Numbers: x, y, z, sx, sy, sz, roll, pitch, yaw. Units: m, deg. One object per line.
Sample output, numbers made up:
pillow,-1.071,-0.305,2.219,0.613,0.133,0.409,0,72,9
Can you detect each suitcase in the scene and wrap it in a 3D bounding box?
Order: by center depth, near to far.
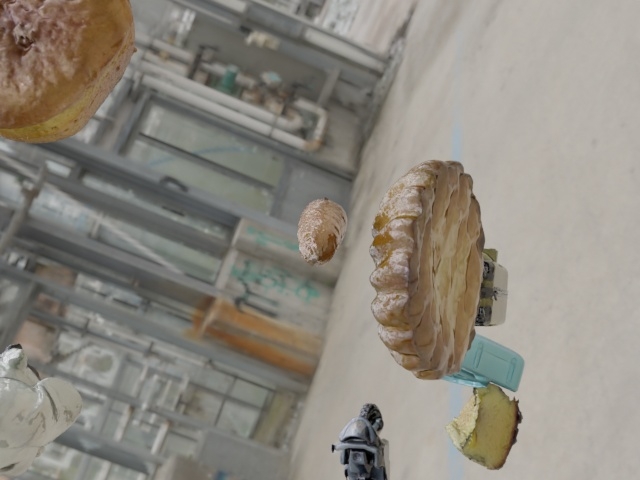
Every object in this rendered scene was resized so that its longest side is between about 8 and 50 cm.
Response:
suitcase,0.228,0.079,1.707,0.235,0.193,0.143,14,-101,-70

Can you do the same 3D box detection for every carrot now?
carrot,0.000,0.000,1.297,0.205,0.072,0.072,-81,15,-74

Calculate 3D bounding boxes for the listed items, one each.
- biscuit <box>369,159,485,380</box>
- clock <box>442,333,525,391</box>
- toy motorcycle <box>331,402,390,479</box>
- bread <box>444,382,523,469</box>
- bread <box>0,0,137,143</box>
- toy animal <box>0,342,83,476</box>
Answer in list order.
biscuit,0.155,0.040,1.410,0.325,0.107,0.326,-6,-84,-61
clock,0.288,0.255,2.103,0.274,0.223,0.094,-5,63,57
toy motorcycle,0.088,0.478,2.028,0.159,0.106,0.271,32,-119,-68
bread,0.374,0.410,2.153,0.160,0.140,0.169,-58,11,8
bread,-0.411,-0.283,1.354,0.172,0.312,0.312,81,-153,-71
toy animal,-0.516,0.279,1.584,0.289,0.249,0.174,24,102,49
